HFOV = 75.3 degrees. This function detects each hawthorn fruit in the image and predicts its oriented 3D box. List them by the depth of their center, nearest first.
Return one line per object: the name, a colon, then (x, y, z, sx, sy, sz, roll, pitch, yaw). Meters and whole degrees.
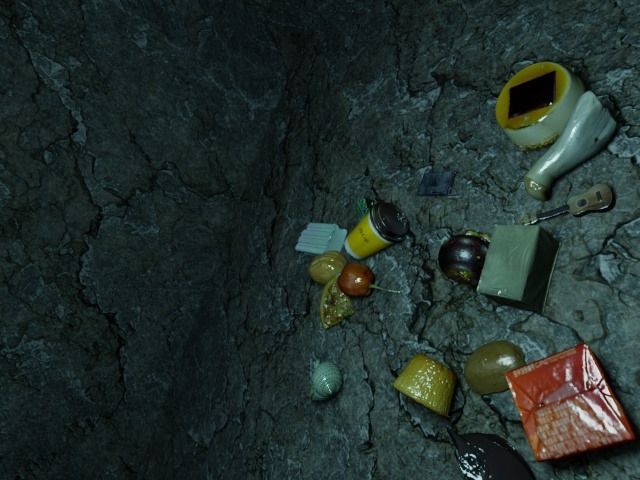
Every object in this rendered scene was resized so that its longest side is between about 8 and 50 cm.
hawthorn fruit: (0.202, 0.193, 1.773, 0.285, 0.165, 0.165, 22, 88, 44)

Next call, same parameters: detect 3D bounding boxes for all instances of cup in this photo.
cup: (0.238, -0.034, 1.832, 0.279, 0.196, 0.197, -40, 41, 43)

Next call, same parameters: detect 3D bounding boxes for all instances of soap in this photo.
soap: (0.000, 0.000, 2.203, 0.289, 0.095, 0.173, 6, 73, 55)

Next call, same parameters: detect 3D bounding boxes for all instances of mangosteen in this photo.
mangosteen: (0.511, 0.044, 1.417, 0.192, 0.192, 0.217, -6, 44, 52)

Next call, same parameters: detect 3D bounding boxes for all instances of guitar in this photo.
guitar: (0.751, -0.092, 1.284, 0.271, 0.038, 0.084, -24, 51, 42)

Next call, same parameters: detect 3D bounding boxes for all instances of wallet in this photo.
wallet: (0.487, -0.238, 1.748, 0.165, 0.030, 0.111, 9, 72, 54)

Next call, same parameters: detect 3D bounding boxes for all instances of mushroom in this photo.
mushroom: (0.761, -0.280, 1.294, 0.329, 0.159, 0.122, -54, 1, 21)

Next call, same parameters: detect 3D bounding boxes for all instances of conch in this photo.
conch: (0.027, 0.592, 1.767, 0.200, 0.131, 0.173, -80, -3, -70)

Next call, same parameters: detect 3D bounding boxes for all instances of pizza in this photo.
pizza: (0.073, 0.298, 1.907, 0.197, 0.058, 0.292, 26, 107, 38)

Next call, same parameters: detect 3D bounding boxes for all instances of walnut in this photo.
walnut: (0.036, 0.136, 2.016, 0.197, 0.165, 0.165, -35, 44, 37)

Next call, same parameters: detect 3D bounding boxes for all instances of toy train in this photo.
toy train: (0.219, -0.137, 2.017, 0.111, 0.071, 0.171, -53, 35, 30)

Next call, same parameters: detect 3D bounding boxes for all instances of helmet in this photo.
helmet: (0.464, 0.622, 1.083, 0.177, 0.225, 0.306, -20, 51, 10)

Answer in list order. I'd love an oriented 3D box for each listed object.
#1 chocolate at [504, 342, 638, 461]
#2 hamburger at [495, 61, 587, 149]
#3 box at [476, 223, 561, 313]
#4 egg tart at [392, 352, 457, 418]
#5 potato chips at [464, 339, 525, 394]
chocolate: (0.637, 0.419, 1.062, 0.237, 0.108, 0.235, -40, 41, 34)
hamburger: (0.744, -0.453, 1.403, 0.276, 0.179, 0.295, -14, 62, 53)
box: (0.606, 0.083, 1.275, 0.155, 0.148, 0.232, 8, 76, 54)
egg tart: (0.355, 0.469, 1.354, 0.202, 0.202, 0.147, 15, 69, 56)
potato chips: (0.530, 0.388, 1.280, 0.201, 0.049, 0.150, -31, 51, 32)
